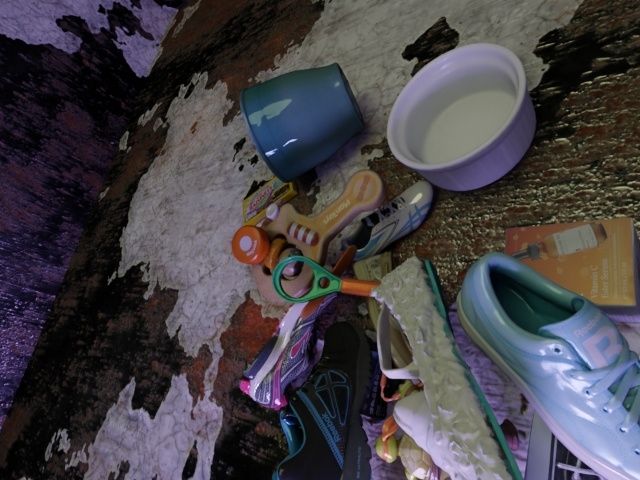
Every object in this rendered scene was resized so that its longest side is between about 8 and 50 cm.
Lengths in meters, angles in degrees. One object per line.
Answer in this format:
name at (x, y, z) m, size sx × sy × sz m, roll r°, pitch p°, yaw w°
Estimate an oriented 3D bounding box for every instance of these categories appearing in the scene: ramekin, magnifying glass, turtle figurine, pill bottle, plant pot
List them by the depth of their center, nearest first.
turtle figurine at (0.174, 0.300, 0.634) m, size 0.217 × 0.087 × 0.270 m, roll 3°, pitch 60°, yaw 5°
magnifying glass at (0.018, 0.082, 0.810) m, size 0.230 × 0.026 × 0.092 m, roll 6°, pitch 82°, yaw 18°
ramekin at (0.285, -0.235, 0.861) m, size 0.277 × 0.135 × 0.278 m, roll -22°, pitch 54°, yaw 33°
plant pot at (-0.032, -0.327, 1.125) m, size 0.255 × 0.272 × 0.272 m, roll -22°, pitch 53°, yaw 16°
pill bottle at (-0.106, -0.066, 1.165) m, size 0.043 × 0.083 × 0.044 m, roll -21°, pitch 56°, yaw 34°

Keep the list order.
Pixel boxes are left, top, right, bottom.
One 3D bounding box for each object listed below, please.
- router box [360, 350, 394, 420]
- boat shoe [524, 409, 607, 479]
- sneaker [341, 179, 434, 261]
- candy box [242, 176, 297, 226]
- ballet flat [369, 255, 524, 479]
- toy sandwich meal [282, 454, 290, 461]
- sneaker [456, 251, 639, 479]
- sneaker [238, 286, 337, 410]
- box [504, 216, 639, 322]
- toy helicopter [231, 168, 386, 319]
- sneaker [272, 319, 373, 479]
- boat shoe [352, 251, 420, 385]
router box at (0.089, 0.275, 0.834) m, size 0.092 × 0.038 × 0.123 m, roll -3°, pitch 66°, yaw 43°
boat shoe at (0.328, 0.293, 0.557) m, size 0.104 × 0.113 × 0.307 m, roll 8°, pitch 59°, yaw 29°
sneaker at (0.145, -0.043, 0.922) m, size 0.237 × 0.086 × 0.085 m, roll -44°, pitch 44°, yaw 14°
candy box at (-0.157, -0.128, 1.288) m, size 0.205 × 0.027 × 0.105 m, roll -33°, pitch 46°, yaw 25°
ballet flat at (0.159, 0.197, 0.613) m, size 0.147 × 0.147 × 0.409 m, roll -37°, pitch 34°, yaw 22°
toy sandwich meal at (-0.055, 0.479, 0.865) m, size 0.085 × 0.029 × 0.086 m, roll -34°, pitch 41°, yaw 36°
sneaker at (0.309, 0.151, 0.502) m, size 0.135 × 0.150 × 0.366 m, roll -40°, pitch 55°, yaw -15°
sneaker at (-0.050, 0.227, 0.951) m, size 0.112 × 0.121 × 0.299 m, roll 32°, pitch 79°, yaw 12°
box at (0.380, 0.048, 0.651) m, size 0.170 × 0.091 × 0.130 m, roll -6°, pitch 64°, yaw 40°
toy helicopter at (0.000, 0.000, 0.884) m, size 0.355 × 0.140 × 0.235 m, roll -41°, pitch 64°, yaw 17°
sneaker at (0.009, 0.260, 0.723) m, size 0.341 × 0.139 × 0.125 m, roll -84°, pitch 12°, yaw -55°
boat shoe at (0.141, 0.133, 0.815) m, size 0.089 × 0.105 × 0.285 m, roll -26°, pitch 49°, yaw 7°
